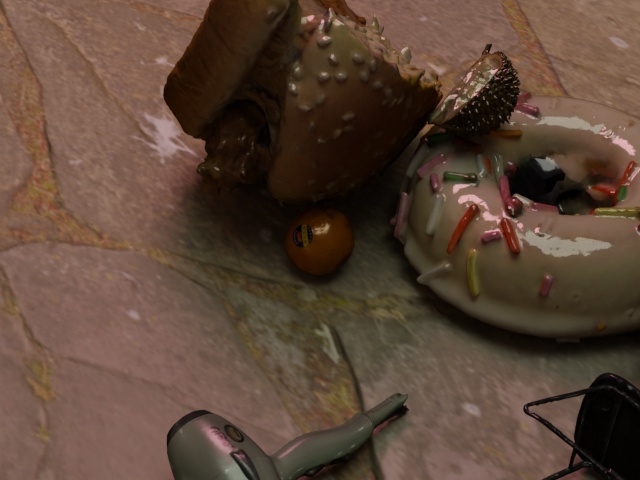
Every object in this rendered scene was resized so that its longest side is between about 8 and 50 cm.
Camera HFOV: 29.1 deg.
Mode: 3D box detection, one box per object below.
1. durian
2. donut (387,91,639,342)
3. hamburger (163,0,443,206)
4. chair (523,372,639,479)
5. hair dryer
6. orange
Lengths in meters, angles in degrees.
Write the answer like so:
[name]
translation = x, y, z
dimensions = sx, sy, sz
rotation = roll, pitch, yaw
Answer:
[durian]
translation = 0.186, -0.163, 1.408
dimensions = 0.110, 0.071, 0.140
rotation = -17, 37, 48
[donut]
translation = 0.272, -0.044, 1.438
dimensions = 0.383, 0.142, 0.382
rotation = 2, 39, -1
[hamburger]
translation = -0.029, -0.164, 1.456
dimensions = 0.268, 0.287, 0.445
rotation = 41, 12, 1
[chair]
translation = 0.302, 0.198, 1.156
dimensions = 0.221, 0.140, 0.145
rotation = -24, 45, -32
[hair dryer]
translation = 0.008, 0.245, 1.141
dimensions = 0.267, 0.092, 0.229
rotation = -4, 47, -23
[orange]
translation = 0.000, 0.000, 1.415
dimensions = 0.083, 0.083, 0.083
rotation = 2, 40, -2
